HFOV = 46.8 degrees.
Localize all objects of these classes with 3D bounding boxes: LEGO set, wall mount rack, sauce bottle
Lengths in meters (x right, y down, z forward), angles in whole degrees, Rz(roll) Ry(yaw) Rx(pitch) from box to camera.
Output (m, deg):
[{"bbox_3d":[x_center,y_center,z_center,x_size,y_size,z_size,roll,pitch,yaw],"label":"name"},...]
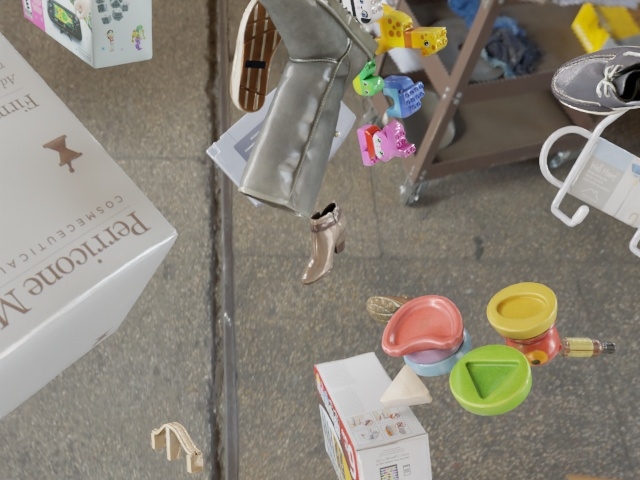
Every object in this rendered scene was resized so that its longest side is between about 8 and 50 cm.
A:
[{"bbox_3d":[0.092,-0.201,0.844,0.093,0.227,0.087,15,39,41],"label":"LEGO set"},{"bbox_3d":[0.582,-0.131,1.312,0.349,0.304,0.130,22,15,-19],"label":"wall mount rack"},{"bbox_3d":[0.562,0.227,1.564,0.128,0.042,0.042,5,56,-15],"label":"sauce bottle"}]

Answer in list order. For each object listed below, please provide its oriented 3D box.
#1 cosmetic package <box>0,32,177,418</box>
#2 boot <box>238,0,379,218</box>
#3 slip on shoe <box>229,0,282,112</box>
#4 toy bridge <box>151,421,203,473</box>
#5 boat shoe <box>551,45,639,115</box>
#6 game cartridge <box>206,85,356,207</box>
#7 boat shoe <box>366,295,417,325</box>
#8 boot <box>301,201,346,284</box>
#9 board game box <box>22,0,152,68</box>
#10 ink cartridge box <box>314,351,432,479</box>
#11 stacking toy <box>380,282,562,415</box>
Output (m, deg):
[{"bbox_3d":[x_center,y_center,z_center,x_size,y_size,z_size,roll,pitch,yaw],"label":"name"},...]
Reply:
[{"bbox_3d":[-0.447,-0.002,0.855,0.394,0.327,0.329,48,51,2],"label":"cosmetic package"},{"bbox_3d":[-0.036,-0.142,0.742,0.076,0.189,0.209,29,91,49],"label":"boot"},{"bbox_3d":[-0.073,-0.212,0.825,0.051,0.135,0.041,-1,24,-28],"label":"slip on shoe"},{"bbox_3d":[-0.258,0.355,1.308,0.026,0.188,0.063,-5,93,-33],"label":"toy bridge"},{"bbox_3d":[0.320,-0.170,0.762,0.064,0.206,0.075,6,96,-40],"label":"boat shoe"},{"bbox_3d":[-0.077,-0.221,1.625,0.297,0.062,0.198,-42,90,-6],"label":"game cartridge"},{"bbox_3d":[0.182,0.149,1.548,0.177,0.064,0.060,8,17,33],"label":"boat shoe"},{"bbox_3d":[0.000,0.000,1.131,0.042,0.087,0.118,13,45,33],"label":"boot"},{"bbox_3d":[-0.313,-0.409,0.953,0.097,0.304,0.224,-23,45,-37],"label":"board game box"},{"bbox_3d":[0.097,0.401,1.358,0.130,0.272,0.309,-11,19,-10],"label":"ink cartridge box"},{"bbox_3d":[0.265,0.221,1.301,0.308,0.130,0.280,-7,37,29],"label":"stacking toy"}]
